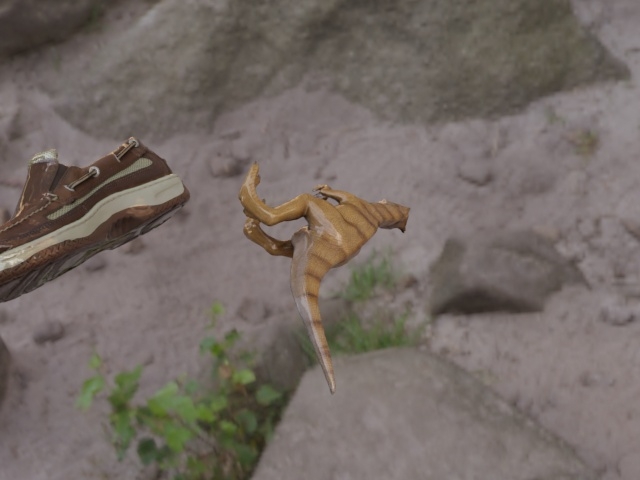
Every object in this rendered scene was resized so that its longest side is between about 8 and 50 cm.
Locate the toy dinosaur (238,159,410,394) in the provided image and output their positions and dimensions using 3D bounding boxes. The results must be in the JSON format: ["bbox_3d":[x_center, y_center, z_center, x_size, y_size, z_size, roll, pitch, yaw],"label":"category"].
[{"bbox_3d":[0.000,0.000,0.790,0.112,0.064,0.211,20,30,14],"label":"toy dinosaur"}]

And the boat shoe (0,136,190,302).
[{"bbox_3d":[-0.224,-0.025,1.069,0.095,0.095,0.257,-35,-3,35],"label":"boat shoe"}]
